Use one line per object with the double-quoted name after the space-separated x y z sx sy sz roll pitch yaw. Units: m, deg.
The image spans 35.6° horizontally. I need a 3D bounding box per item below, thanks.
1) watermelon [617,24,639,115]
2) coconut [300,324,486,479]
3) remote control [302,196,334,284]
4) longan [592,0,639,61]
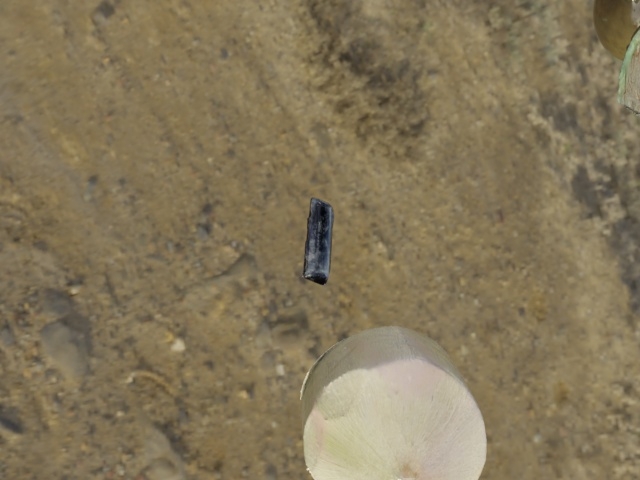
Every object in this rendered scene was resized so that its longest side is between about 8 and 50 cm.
0.500 -0.204 1.283 0.224 0.180 0.305 33 10 -22 "watermelon"
0.080 0.219 1.139 0.224 0.224 0.234 54 6 -26 "coconut"
0.000 0.000 1.102 0.039 0.014 0.096 24 63 -43 "remote control"
0.553 -0.399 1.736 0.204 0.159 0.185 33 28 -56 "longan"
